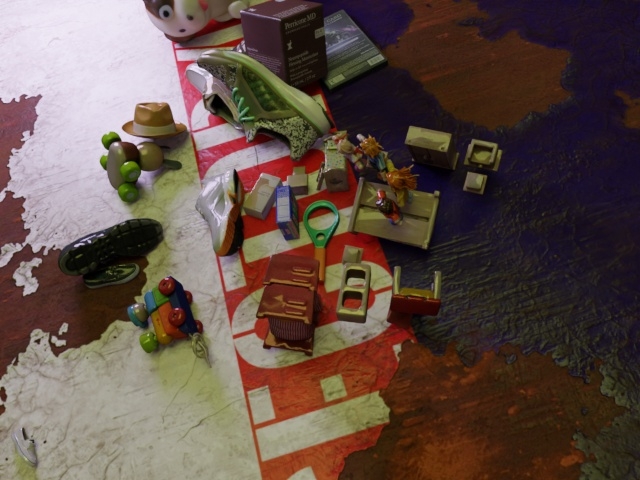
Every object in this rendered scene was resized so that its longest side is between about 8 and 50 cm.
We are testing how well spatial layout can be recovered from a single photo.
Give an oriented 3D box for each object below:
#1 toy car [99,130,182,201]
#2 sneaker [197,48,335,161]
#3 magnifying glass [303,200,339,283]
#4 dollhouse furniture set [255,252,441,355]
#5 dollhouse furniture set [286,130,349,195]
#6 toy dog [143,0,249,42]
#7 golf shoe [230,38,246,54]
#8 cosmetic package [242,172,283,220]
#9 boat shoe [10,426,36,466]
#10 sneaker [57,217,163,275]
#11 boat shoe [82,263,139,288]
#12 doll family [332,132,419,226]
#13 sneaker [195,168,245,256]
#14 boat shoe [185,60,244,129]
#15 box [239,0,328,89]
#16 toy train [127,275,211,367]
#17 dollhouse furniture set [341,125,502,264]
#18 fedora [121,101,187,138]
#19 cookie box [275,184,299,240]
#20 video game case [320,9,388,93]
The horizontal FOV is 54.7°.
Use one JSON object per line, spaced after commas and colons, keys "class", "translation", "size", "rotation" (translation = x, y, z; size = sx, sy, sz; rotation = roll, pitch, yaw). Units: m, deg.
{"class": "toy car", "translation": [-0.488, -0.216, 1.710], "size": [0.188, 0.149, 0.155], "rotation": [-17, 57, -35]}
{"class": "sneaker", "translation": [-0.171, -0.354, 1.640], "size": [0.410, 0.158, 0.182], "rotation": [32, 82, 3]}
{"class": "magnifying glass", "translation": [0.000, 0.000, 1.533], "size": [0.092, 0.026, 0.231], "rotation": [-3, 60, 8]}
{"class": "dollhouse furniture set", "translation": [0.061, 0.156, 1.338], "size": [0.373, 0.201, 0.152], "rotation": [7, 61, 6]}
{"class": "dollhouse furniture set", "translation": [-0.010, -0.224, 1.621], "size": [0.160, 0.101, 0.182], "rotation": [-5, 59, 7]}
{"class": "toy dog", "translation": [-0.384, -0.822, 1.937], "size": [0.395, 0.285, 0.408], "rotation": [23, 68, 22]}
{"class": "golf shoe", "translation": [-0.216, -0.579, 1.867], "size": [0.120, 0.105, 0.273], "rotation": [13, 62, 25]}
{"class": "cosmetic package", "translation": [-0.149, -0.115, 1.616], "size": [0.060, 0.041, 0.115], "rotation": [17, 64, 18]}
{"class": "boat shoe", "translation": [-0.651, 0.456, 1.375], "size": [0.035, 0.035, 0.100], "rotation": [-41, 55, -11]}
{"class": "sneaker", "translation": [-0.540, -0.001, 1.584], "size": [0.267, 0.101, 0.106], "rotation": [-20, 25, -19]}
{"class": "boat shoe", "translation": [-0.530, 0.087, 1.565], "size": [0.142, 0.040, 0.049], "rotation": [-17, 58, 0]}
{"class": "doll family", "translation": [0.137, -0.161, 1.385], "size": [0.118, 0.163, 0.263], "rotation": [-36, 74, 9]}
{"class": "sneaker", "translation": [-0.265, -0.063, 1.586], "size": [0.121, 0.099, 0.263], "rotation": [-11, 51, 12]}
{"class": "boat shoe", "translation": [-0.291, -0.420, 1.778], "size": [0.302, 0.113, 0.103], "rotation": [33, 65, 24]}
{"class": "box", "translation": [-0.099, -0.547, 1.728], "size": [0.167, 0.203, 0.168], "rotation": [27, 46, 36]}
{"class": "toy train", "translation": [-0.352, 0.217, 1.429], "size": [0.143, 0.105, 0.248], "rotation": [-30, 59, 4]}
{"class": "dollhouse furniture set", "translation": [0.251, -0.075, 1.517], "size": [0.303, 0.174, 0.356], "rotation": [14, 87, 18]}
{"class": "fedora", "translation": [-0.469, -0.346, 1.741], "size": [0.194, 0.079, 0.194], "rotation": [2, 26, -1]}
{"class": "cookie box", "translation": [-0.082, -0.068, 1.549], "size": [0.040, 0.092, 0.107], "rotation": [-8, 60, 9]}
{"class": "video game case", "translation": [0.050, -0.573, 1.861], "size": [0.196, 0.026, 0.274], "rotation": [-28, 59, -7]}
